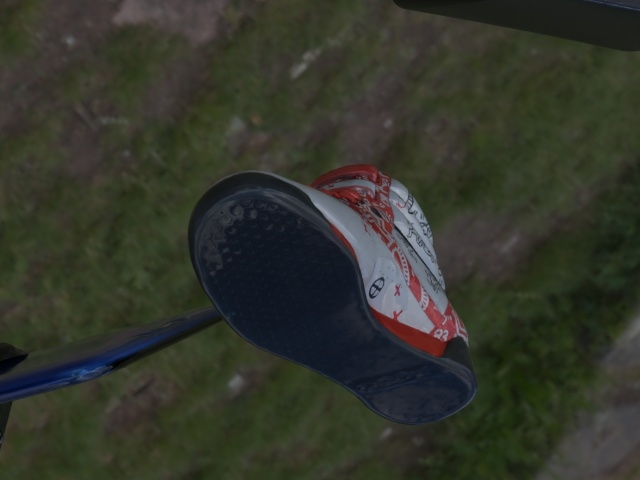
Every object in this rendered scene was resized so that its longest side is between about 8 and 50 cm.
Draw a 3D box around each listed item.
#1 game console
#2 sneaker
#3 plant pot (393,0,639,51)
[{"bbox_3d":[-0.197,0.150,0.971,0.293,0.173,0.250,-17,123,-77],"label":"game console"},{"bbox_3d":[-0.001,0.001,0.948,0.090,0.145,0.270,-30,138,18],"label":"sneaker"},{"bbox_3d":[0.170,-0.217,0.979,0.188,0.167,0.187,9,102,-15],"label":"plant pot"}]
